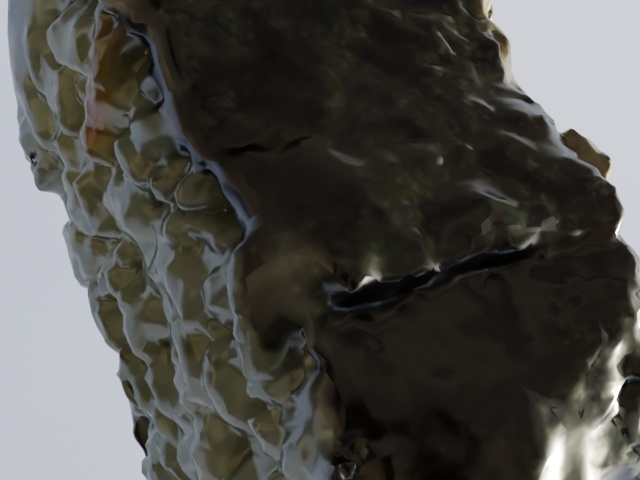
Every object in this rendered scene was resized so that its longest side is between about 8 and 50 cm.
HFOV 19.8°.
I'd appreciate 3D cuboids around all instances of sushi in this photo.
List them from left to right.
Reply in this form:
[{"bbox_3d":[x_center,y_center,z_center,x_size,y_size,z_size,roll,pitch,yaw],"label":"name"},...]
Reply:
[{"bbox_3d":[0.000,0.000,0.741,0.171,0.211,0.350,-12,-120,-27],"label":"sushi"}]
